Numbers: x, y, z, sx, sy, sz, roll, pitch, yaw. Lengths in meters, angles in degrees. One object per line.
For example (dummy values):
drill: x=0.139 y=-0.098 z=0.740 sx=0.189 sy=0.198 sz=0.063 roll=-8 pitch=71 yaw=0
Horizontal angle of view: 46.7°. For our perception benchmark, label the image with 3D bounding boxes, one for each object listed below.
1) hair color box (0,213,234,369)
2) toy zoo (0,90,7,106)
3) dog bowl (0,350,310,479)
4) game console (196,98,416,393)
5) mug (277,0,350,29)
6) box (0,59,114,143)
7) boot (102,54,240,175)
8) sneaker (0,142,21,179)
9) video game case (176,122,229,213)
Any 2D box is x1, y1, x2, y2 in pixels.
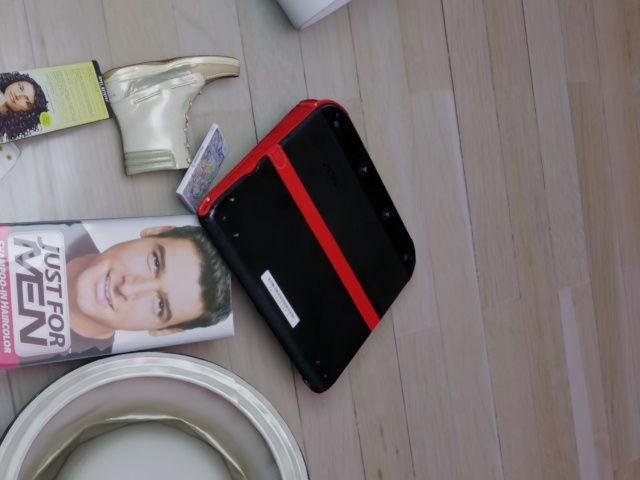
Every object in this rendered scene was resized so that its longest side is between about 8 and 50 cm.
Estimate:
hair color box: x=-0.316 y=0.062 z=1.036 sx=0.374 sy=0.113 sz=0.185 roll=-4 pitch=92 yaw=-32
toy zoo: x=-0.508 y=-0.200 z=0.860 sx=0.192 sy=0.030 sz=0.293 roll=-42 pitch=72 yaw=3
dog bowl: x=-0.225 y=0.358 z=0.974 sx=0.407 sy=0.150 sz=0.408 roll=13 pitch=49 yaw=-15
game console: x=0.000 y=0.000 z=1.203 sx=0.342 sy=0.060 sz=0.387 roll=-48 pitch=121 yaw=-32
mug: x=0.011 y=-0.538 z=1.085 sx=0.276 sy=0.374 sz=0.328 roll=-37 pitch=102 yaw=-20
box: x=-0.372 y=-0.178 z=0.965 sx=0.232 sy=0.058 sz=0.087 roll=-40 pitch=118 yaw=-61
boot: x=-0.209 y=-0.190 z=1.123 sx=0.213 sy=0.077 sz=0.165 roll=-16 pitch=97 yaw=-25
sneaker: x=-0.465 y=-0.171 z=0.965 sx=0.169 sy=0.108 sz=0.293 roll=26 pitch=76 yaw=-40
video game case: x=-0.179 y=-0.109 z=1.142 sx=0.011 sy=0.087 sz=0.122 roll=22 pitch=75 yaw=12
